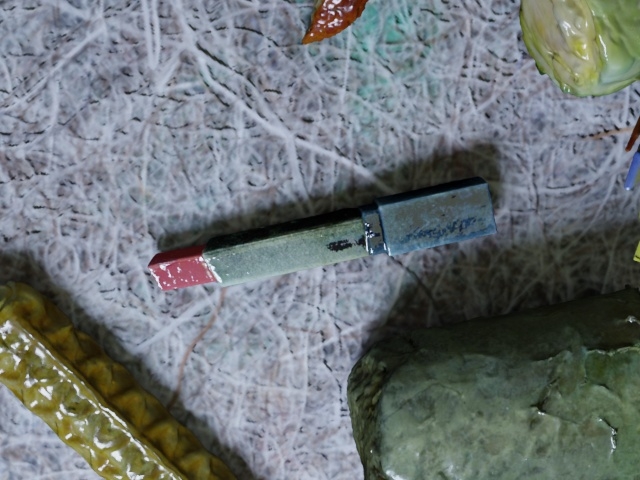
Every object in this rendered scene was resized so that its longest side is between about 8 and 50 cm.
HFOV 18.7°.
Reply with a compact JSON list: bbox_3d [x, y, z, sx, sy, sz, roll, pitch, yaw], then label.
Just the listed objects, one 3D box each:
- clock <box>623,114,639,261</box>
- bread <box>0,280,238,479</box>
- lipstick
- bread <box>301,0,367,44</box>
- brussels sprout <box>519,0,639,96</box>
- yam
[{"bbox_3d":[0.321,-0.138,1.659,0.071,0.277,0.293,20,105,13],"label":"clock"},{"bbox_3d":[-0.175,0.175,1.740,0.084,0.077,0.367,-44,102,3],"label":"bread"},{"bbox_3d":[0.000,0.000,1.747,0.312,0.051,0.051,-12,103,-3],"label":"lipstick"},{"bbox_3d":[0.036,-0.297,1.673,0.139,0.095,0.269,36,98,-5],"label":"bread"},{"bbox_3d":[0.248,-0.208,1.697,0.122,0.149,0.151,-31,143,-18],"label":"brussels sprout"},{"bbox_3d":[0.171,0.159,1.730,0.300,0.195,0.195,-13,102,-6],"label":"yam"}]
